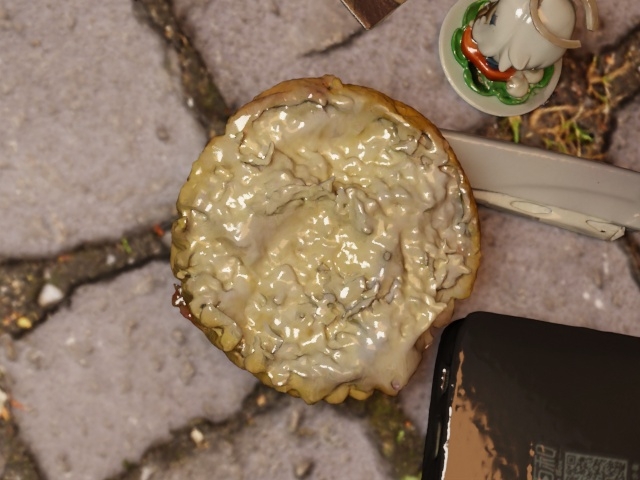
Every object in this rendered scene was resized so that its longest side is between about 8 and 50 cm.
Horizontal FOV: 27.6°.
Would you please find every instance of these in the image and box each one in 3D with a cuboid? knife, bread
[{"bbox_3d":[0.197,-0.054,1.224,0.266,0.040,0.073,13,88,-13],"label":"knife"},{"bbox_3d":[0.000,0.000,1.104,0.274,0.149,0.274,1,86,-19],"label":"bread"}]

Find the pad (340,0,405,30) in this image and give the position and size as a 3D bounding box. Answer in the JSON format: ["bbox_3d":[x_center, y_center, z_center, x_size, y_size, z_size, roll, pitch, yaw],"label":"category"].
[{"bbox_3d":[0.025,-0.333,1.242,0.158,0.003,0.235,-41,93,-18],"label":"pad"}]

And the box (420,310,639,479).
[{"bbox_3d":[0.226,0.223,1.169,0.289,0.073,0.290,10,78,-15],"label":"box"}]

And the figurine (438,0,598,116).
[{"bbox_3d":[0.193,-0.190,1.186,0.132,0.154,0.132,3,80,-16],"label":"figurine"}]
